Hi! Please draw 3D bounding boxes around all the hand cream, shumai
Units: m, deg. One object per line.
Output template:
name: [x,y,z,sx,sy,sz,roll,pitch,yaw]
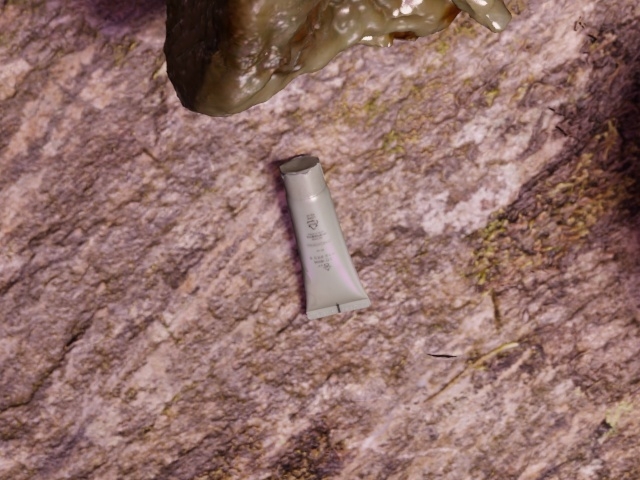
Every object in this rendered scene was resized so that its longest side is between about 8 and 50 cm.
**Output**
hand cream: [0.000,0.000,1.738,0.078,0.050,0.205,-13,118,3]
shumai: [0.028,-0.295,1.484,0.323,0.324,0.398,9,115,-23]
